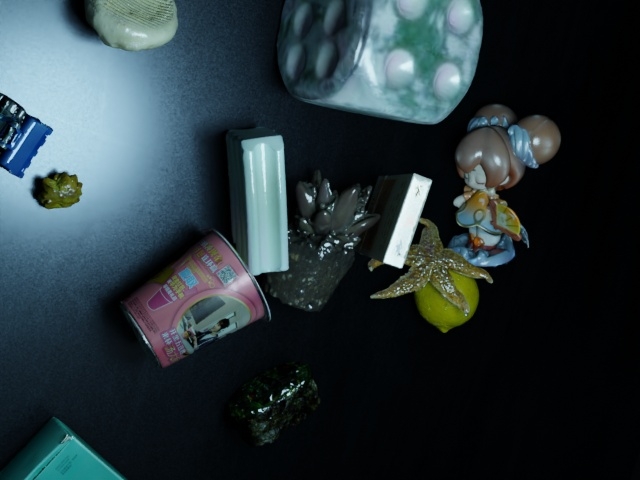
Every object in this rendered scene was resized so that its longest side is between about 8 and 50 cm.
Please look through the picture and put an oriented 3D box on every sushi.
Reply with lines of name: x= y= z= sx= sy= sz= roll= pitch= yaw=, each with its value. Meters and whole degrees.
sushi: x=-0.111 y=0.380 z=1.966 sx=0.225 sy=0.124 sz=0.127 roll=-30 pitch=119 yaw=-21

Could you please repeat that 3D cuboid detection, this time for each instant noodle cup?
instant noodle cup: x=-0.270 y=0.133 z=1.726 sx=0.255 sy=0.244 sz=0.244 roll=-31 pitch=120 yaw=-18

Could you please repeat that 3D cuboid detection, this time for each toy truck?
toy truck: x=-0.588 y=-0.209 z=1.437 sx=0.208 sy=0.126 sz=0.113 roll=40 pitch=77 yaw=-41

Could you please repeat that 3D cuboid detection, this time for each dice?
dice: x=0.119 y=-0.438 z=1.784 sx=0.348 sy=0.330 sz=0.328 roll=4 pitch=99 yaw=-39

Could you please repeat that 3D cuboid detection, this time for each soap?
soap: x=-0.135 y=-0.089 z=1.777 sx=0.095 sy=0.173 sz=0.290 roll=-7 pitch=107 yaw=-17

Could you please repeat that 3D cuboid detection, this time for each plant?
plant: x=0.000 y=0.000 z=1.891 sx=0.181 sy=0.194 sz=0.321 roll=9 pitch=105 yaw=-63

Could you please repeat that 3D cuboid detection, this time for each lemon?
lemon: x=0.336 y=0.141 z=2.213 sx=0.173 sy=0.173 sz=0.206 roll=-26 pitch=108 yaw=-30

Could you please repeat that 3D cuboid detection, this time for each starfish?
starfish: x=0.284 y=0.074 z=2.114 sx=0.299 sy=0.302 sz=0.060 roll=-55 pitch=163 yaw=-32

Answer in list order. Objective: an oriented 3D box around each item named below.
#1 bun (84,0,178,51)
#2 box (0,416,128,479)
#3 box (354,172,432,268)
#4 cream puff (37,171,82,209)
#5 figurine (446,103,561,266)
bun: x=-0.363 y=-0.428 z=1.563 sx=0.183 sy=0.102 sz=0.183 roll=15 pitch=60 yaw=-27
box: x=-0.509 y=0.538 z=1.707 sx=0.205 sy=0.118 sz=0.311 roll=-49 pitch=127 yaw=-19
box: x=0.160 y=-0.052 z=1.919 sx=0.051 sy=0.365 sz=0.205 roll=18 pitch=91 yaw=-8
cream puff: x=-0.495 y=-0.092 z=1.581 sx=0.083 sy=0.058 sz=0.083 roll=21 pitch=91 yaw=-41
figurine: x=0.464 y=-0.146 z=2.179 sx=0.248 sy=0.276 sz=0.388 roll=-17 pitch=117 yaw=-30
